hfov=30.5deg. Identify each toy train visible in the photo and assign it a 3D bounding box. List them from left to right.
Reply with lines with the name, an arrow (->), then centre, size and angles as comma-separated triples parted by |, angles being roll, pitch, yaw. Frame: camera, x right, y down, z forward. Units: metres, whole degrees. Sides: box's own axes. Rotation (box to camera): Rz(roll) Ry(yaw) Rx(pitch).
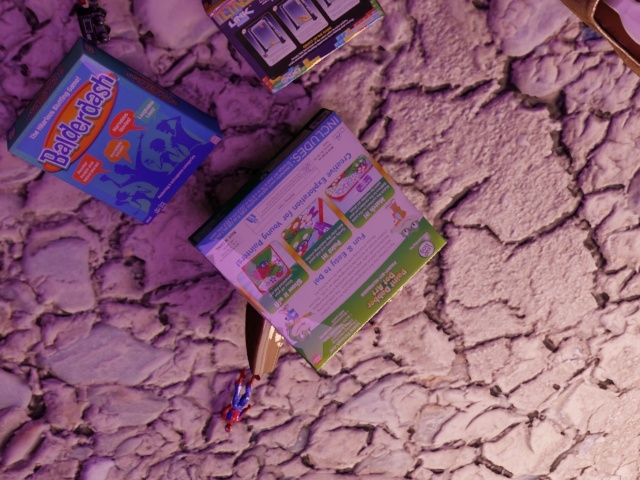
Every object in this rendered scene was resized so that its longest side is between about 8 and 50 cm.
toy train -> -0.270, -0.291, 1.325 | 0.036, 0.027, 0.158 | -7, 129, 1

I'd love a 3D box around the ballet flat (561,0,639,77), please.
ballet flat -> 0.438, -0.261, 1.507 | 0.342, 0.124, 0.116 | 30, 113, -33

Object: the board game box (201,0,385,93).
board game box -> -0.032, -0.278, 1.396 | 0.170, 0.048, 0.141 | -34, 127, 10

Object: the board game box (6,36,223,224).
board game box -> -0.251, -0.129, 1.439 | 0.210, 0.047, 0.160 | 29, 113, -32

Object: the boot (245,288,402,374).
boot -> 0.007, 0.078, 1.646 | 0.203, 0.095, 0.262 | 5, 115, -20

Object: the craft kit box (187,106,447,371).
craft kit box -> 0.000, 0.000, 1.530 | 0.250, 0.061, 0.246 | -44, 110, -5

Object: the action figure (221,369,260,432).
action figure -> -0.125, 0.248, 1.779 | 0.038, 0.030, 0.115 | 5, 126, -27
